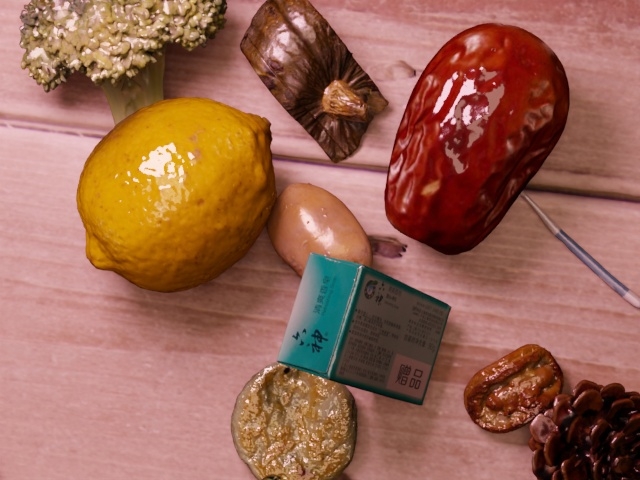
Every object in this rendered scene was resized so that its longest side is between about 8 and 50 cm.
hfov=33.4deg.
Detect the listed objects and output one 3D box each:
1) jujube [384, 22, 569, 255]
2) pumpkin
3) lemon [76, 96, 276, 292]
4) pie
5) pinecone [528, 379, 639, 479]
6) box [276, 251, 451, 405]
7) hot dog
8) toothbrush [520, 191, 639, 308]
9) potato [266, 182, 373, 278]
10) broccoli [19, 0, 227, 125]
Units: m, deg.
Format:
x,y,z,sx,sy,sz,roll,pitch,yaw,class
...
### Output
x,y,z,sx,sy,sz,roll,pitch,yaw,class
0.211,-0.139,1.469,0.223,0.223,0.318,27,94,6,jujube
-0.017,-0.245,1.535,0.131,0.126,0.248,-43,83,-1,pumpkin
-0.193,-0.068,1.464,0.310,0.253,0.253,-41,83,-6,lemon
-0.036,0.263,1.516,0.186,0.041,0.187,0,83,2,pie
0.385,0.289,1.417,0.207,0.208,0.208,0,83,3,pinecone
0.064,0.122,1.425,0.092,0.245,0.153,13,82,38,box
0.271,0.208,1.497,0.147,0.065,0.099,-28,92,-3,hot dog
0.357,0.004,1.539,0.275,0.019,0.025,44,92,7,toothbrush
0.000,0.000,1.511,0.118,0.109,0.178,-38,70,-8,potato
-0.288,-0.303,1.513,0.288,0.235,0.260,1,80,40,broccoli
